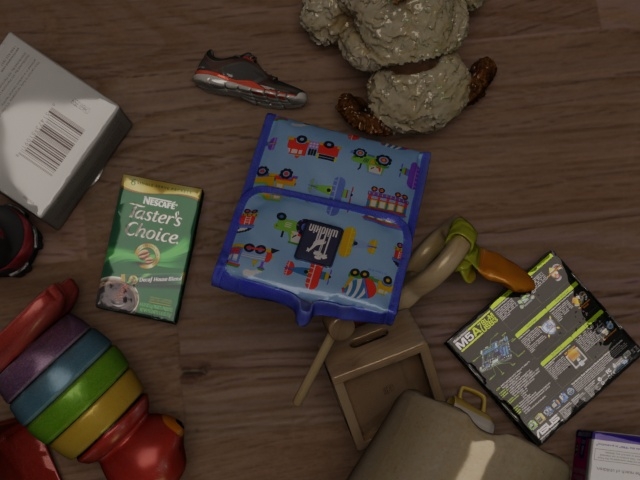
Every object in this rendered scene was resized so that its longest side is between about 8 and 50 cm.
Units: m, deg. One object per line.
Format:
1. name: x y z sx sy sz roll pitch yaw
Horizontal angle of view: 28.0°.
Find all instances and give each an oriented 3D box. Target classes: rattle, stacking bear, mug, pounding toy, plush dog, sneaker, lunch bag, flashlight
1. rattle: 0.154 0.073 1.684 0.142 0.130 0.200 38 95 -29
2. stacking bear: -0.285 0.209 1.629 0.164 0.175 0.289 -44 92 0
3. mug: 0.193 0.234 1.672 0.064 0.062 0.078 22 90 -5
4. pounding toy: 0.043 0.152 1.618 0.181 0.094 0.206 -21 122 -3
5. plush dog: 0.122 -0.248 1.687 0.262 0.210 0.225 -16 109 -1
6. sneaker: -0.090 -0.223 1.732 0.158 0.061 0.065 15 76 1
7. lunch bag: 0.000 0.000 1.589 0.221 0.138 0.293 14 42 2
8. flashlight: -0.419 -0.014 1.577 0.103 0.304 0.103 28 82 4

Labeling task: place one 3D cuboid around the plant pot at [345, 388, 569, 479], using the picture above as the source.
1. plant pot: 0.135 0.355 1.516 0.333 0.334 0.305 25 83 3

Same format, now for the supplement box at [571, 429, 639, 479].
1. supplement box: 0.378 0.356 1.630 0.114 0.111 0.220 6 82 1

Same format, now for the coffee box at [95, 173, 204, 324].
1. coffee box: -0.226 0.011 1.707 0.113 0.040 0.184 12 83 1

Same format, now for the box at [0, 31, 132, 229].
1. box: -0.375 -0.141 1.687 0.182 0.119 0.181 34 84 5

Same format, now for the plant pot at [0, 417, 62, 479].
1. plant pot: -0.450 0.392 1.561 0.235 0.267 0.267 -26 83 10

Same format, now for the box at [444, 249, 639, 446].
1. box: 0.293 0.141 1.693 0.190 0.045 0.184 -41 82 -5
